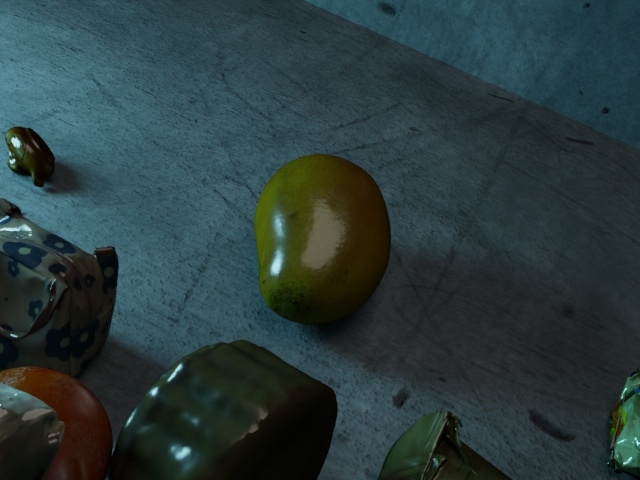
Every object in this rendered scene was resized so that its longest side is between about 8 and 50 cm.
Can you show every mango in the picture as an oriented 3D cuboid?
[{"bbox_3d":[0.000,0.000,1.591,0.263,0.221,0.378,22,43,-7],"label":"mango"}]

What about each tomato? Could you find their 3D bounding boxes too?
[{"bbox_3d":[-0.346,0.267,1.014,0.188,0.232,0.232,26,28,-29],"label":"tomato"}]

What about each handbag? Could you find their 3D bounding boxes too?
[{"bbox_3d":[-0.433,0.073,1.260,0.251,0.193,0.190,25,29,4],"label":"handbag"}]

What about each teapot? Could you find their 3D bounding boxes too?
[{"bbox_3d":[-0.555,-0.156,1.636,0.129,0.078,0.098,52,2,19],"label":"teapot"}]

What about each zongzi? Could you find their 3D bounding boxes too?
[{"bbox_3d":[0.215,0.480,1.088,0.447,0.181,0.418,33,50,12],"label":"zongzi"}]

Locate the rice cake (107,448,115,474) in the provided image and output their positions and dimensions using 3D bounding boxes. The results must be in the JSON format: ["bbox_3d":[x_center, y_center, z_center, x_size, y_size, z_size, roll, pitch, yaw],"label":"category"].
[{"bbox_3d":[-0.215,0.299,1.205,0.180,0.030,0.042,2,43,-27],"label":"rice cake"}]

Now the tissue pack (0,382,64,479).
[{"bbox_3d":[-0.476,0.262,0.839,0.375,0.390,0.195,26,2,10],"label":"tissue pack"}]

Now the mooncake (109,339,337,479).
[{"bbox_3d":[-0.120,0.269,1.078,0.161,0.290,0.290,31,34,28],"label":"mooncake"}]

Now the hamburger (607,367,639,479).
[{"bbox_3d":[0.640,0.347,1.501,0.276,0.150,0.260,35,37,18],"label":"hamburger"}]
